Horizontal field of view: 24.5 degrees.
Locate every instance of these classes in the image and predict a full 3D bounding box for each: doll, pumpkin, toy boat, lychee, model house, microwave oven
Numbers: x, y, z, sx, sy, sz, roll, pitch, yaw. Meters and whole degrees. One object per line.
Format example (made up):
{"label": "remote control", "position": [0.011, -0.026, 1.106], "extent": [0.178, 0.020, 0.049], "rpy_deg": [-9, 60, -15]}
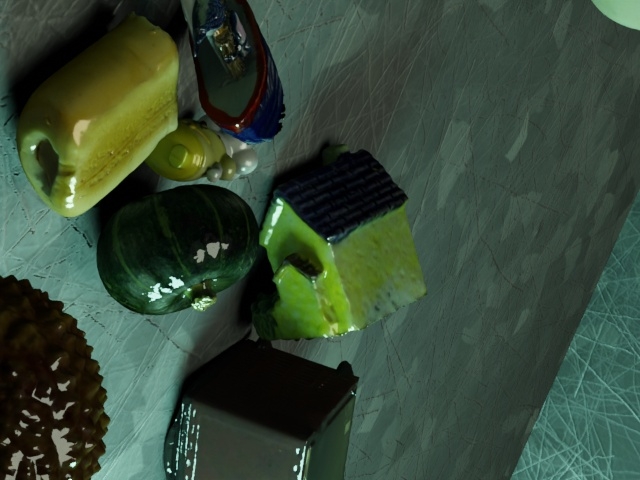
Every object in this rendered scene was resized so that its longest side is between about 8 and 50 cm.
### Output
{"label": "doll", "position": [-0.123, -0.093, 1.473], "extent": [0.062, 0.106, 0.162], "rpy_deg": [-61, 164, 13]}
{"label": "pumpkin", "position": [-0.143, 0.010, 1.468], "extent": [0.167, 0.167, 0.125], "rpy_deg": [-7, 89, -62]}
{"label": "toy boat", "position": [-0.120, -0.234, 1.342], "extent": [0.219, 0.072, 0.318], "rpy_deg": [-91, 155, -69]}
{"label": "lychee", "position": [-0.296, 0.152, 1.186], "extent": [0.267, 0.267, 0.268], "rpy_deg": [-45, 149, -37]}
{"label": "model house", "position": [0.000, 0.000, 1.813], "extent": [0.194, 0.170, 0.212], "rpy_deg": [-24, 106, -47]}
{"label": "microwave oven", "position": [-0.074, 0.269, 1.815], "extent": [0.178, 0.188, 0.248], "rpy_deg": [-38, 140, -55]}

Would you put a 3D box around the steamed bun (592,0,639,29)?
{"label": "steamed bun", "position": [0.522, -0.562, 2.130], "extent": [0.456, 0.290, 0.371], "rpy_deg": [-50, 157, -26]}

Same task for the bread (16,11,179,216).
{"label": "bread", "position": [-0.200, -0.113, 1.315], "extent": [0.173, 0.085, 0.134], "rpy_deg": [-46, 157, -38]}
